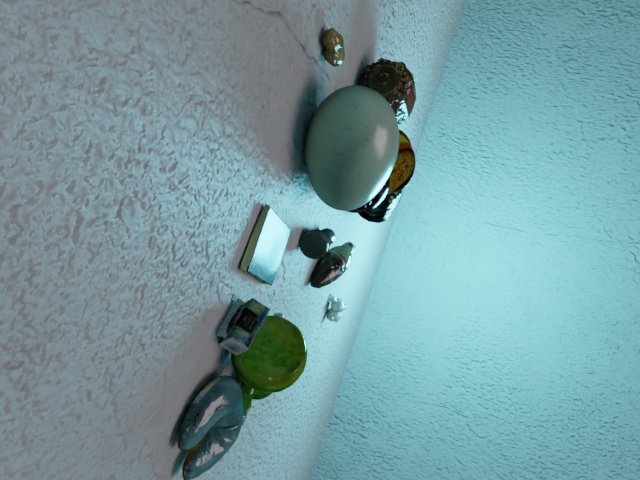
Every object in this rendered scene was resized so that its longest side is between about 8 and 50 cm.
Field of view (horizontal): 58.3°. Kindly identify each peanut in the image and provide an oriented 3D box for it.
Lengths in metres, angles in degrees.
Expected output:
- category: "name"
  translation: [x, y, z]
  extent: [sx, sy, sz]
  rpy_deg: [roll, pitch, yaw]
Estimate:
- category: "peanut"
  translation: [0.030, -0.447, 1.329]
  extent: [0.113, 0.053, 0.054]
  rpy_deg: [70, 41, -65]

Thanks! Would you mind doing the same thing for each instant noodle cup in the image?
- category: "instant noodle cup"
  translation: [0.213, -0.275, 1.876]
  extent: [0.174, 0.213, 0.213]
  rpy_deg: [-59, 163, -64]

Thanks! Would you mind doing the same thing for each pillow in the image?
- category: "pillow"
  translation: [-0.250, 0.423, 1.315]
  extent: [0.214, 0.086, 0.234]
  rpy_deg: [-50, 154, -45]

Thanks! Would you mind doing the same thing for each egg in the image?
- category: "egg"
  translation: [0.074, -0.218, 1.431]
  extent: [0.371, 0.229, 0.230]
  rpy_deg: [98, 16, -55]

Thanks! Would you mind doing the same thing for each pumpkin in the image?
- category: "pumpkin"
  translation: [0.227, -0.174, 2.254]
  extent: [0.221, 0.161, 0.220]
  rpy_deg: [-54, 164, -22]

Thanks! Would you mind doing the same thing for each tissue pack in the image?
- category: "tissue pack"
  translation: [-0.182, 0.191, 1.303]
  extent: [0.085, 0.079, 0.111]
  rpy_deg: [-35, -157, 54]

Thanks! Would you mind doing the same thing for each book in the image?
- category: "book"
  translation: [-0.127, 0.018, 1.380]
  extent: [0.228, 0.024, 0.160]
  rpy_deg: [53, 56, -74]

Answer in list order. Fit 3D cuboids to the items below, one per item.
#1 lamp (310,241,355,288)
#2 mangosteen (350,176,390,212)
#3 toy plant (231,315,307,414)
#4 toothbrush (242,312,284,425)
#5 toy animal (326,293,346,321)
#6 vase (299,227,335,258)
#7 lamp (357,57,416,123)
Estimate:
- category: "lamp"
  translation: [0.043, 0.086, 2.015]
  extent: [0.250, 0.101, 0.101]
  rpy_deg: [-46, 154, -35]
- category: "mangosteen"
  translation: [0.112, -0.183, 1.728]
  extent: [0.210, 0.209, 0.210]
  rpy_deg: [19, 90, -77]
- category: "toy plant"
  translation: [-0.149, 0.326, 1.482]
  extent: [0.224, 0.184, 0.316]
  rpy_deg: [-55, 176, -36]
- category: "toothbrush"
  translation: [-0.176, 0.373, 1.669]
  extent: [0.030, 0.025, 0.343]
  rpy_deg: [47, 63, -72]
- category: "toy animal"
  translation: [0.066, 0.283, 2.422]
  extent: [0.085, 0.071, 0.124]
  rpy_deg: [-24, 143, -47]
- category: "vase"
  translation: [0.000, 0.000, 1.763]
  extent: [0.214, 0.086, 0.086]
  rpy_deg: [-31, 139, -77]
- category: "lamp"
  translation: [0.211, -0.456, 1.790]
  extent: [0.274, 0.177, 0.177]
  rpy_deg: [29, 80, -77]
